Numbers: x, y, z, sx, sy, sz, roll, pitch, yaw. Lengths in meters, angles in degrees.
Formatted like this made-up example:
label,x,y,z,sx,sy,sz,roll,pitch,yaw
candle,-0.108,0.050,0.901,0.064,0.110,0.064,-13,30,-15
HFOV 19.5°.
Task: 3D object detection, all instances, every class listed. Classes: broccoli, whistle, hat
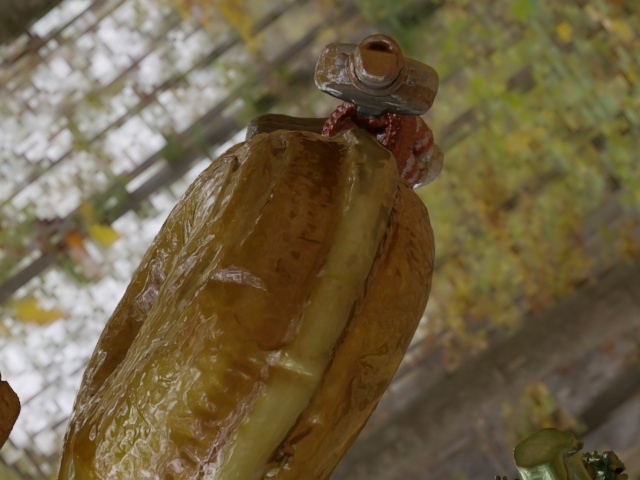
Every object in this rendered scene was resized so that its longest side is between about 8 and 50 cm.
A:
label,x,y,z,sx,sy,sz,roll,pitch,yaw
broccoli,0.268,0.350,2.120,0.260,0.235,0.288,40,-169,-23
whistle,0.047,-0.136,1.554,0.107,0.057,0.220,14,178,0
hat,0.075,-0.084,1.803,0.094,0.112,0.162,34,-168,35

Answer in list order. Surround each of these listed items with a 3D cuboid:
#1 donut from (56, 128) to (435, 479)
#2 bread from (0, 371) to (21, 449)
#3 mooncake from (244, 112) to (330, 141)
label,x,y,z,sx,sy,sz,roll,pitch,yaw
donut,-0.071,0.096,1.581,0.198,0.449,0.449,30,-160,-11
bread,-0.391,0.184,1.674,0.167,0.132,0.294,46,-157,-11
mooncake,-0.001,-0.001,2.300,0.324,0.187,0.324,176,90,-85
